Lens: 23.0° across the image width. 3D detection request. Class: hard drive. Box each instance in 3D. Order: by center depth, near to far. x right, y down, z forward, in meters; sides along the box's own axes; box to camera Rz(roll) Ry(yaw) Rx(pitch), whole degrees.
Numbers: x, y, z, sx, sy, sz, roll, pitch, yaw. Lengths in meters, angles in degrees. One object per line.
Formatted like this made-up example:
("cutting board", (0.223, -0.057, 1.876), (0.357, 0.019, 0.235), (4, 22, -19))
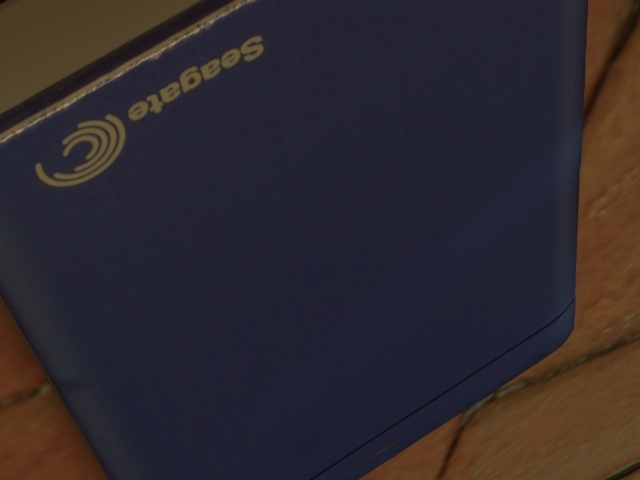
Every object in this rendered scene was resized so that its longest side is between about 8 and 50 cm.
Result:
("hard drive", (0.000, 0.000, 0.552), (0.210, 0.040, 0.318), (-31, 150, -11))
